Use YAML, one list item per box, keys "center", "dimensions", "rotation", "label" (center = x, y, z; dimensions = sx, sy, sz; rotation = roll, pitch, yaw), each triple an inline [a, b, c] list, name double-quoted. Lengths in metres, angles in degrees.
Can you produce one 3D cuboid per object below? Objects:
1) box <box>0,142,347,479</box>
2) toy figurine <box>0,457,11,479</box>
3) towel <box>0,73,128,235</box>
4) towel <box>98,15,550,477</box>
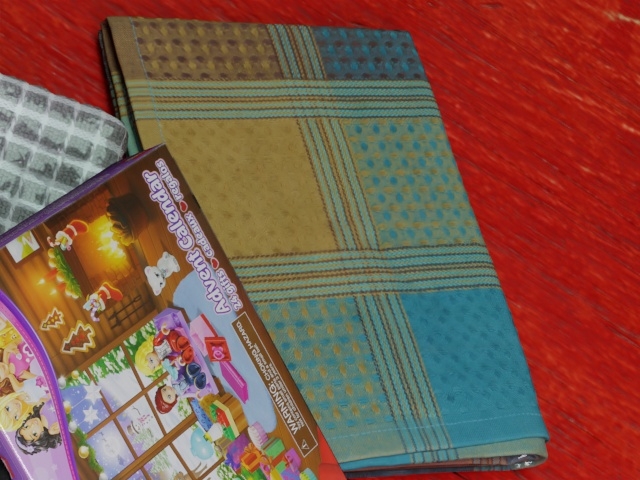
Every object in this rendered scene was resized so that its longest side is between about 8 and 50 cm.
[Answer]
- center: [-0.098, 0.116, 1.046]
  dimensions: [0.201, 0.057, 0.293]
  rotation: [-38, 104, -44]
  label: "box"
- center: [-0.216, 0.217, 0.896]
  dimensions: [0.213, 0.148, 0.209]
  rotation: [-27, 92, -23]
  label: "toy figurine"
- center: [-0.264, -0.009, 1.090]
  dimensions: [0.284, 0.121, 0.235]
  rotation: [21, 52, -16]
  label: "towel"
- center: [0.000, 0.000, 1.289]
  dimensions: [0.271, 0.040, 0.370]
  rotation: [0, 58, -29]
  label: "towel"
